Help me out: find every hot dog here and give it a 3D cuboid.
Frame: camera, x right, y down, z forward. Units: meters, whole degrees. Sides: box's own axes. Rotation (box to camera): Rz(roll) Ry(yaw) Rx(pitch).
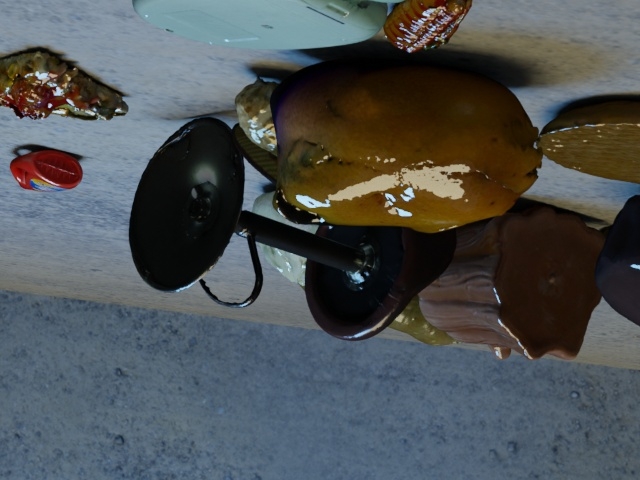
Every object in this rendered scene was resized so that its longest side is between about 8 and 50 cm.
[{"bbox_3d":[0.098,-0.200,1.436,0.062,0.038,0.144,11,169,-14],"label":"hot dog"}]

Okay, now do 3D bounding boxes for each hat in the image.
[{"bbox_3d":[-0.006,-0.111,1.908,0.193,0.082,0.193,30,-161,-11],"label":"hat"}]

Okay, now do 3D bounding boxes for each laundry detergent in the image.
[{"bbox_3d":[-0.414,-0.098,2.340,0.097,0.049,0.165,21,166,-26],"label":"laundry detergent"}]

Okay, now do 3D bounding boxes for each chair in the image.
[{"bbox_3d":[-0.024,0.001,2.076,0.401,0.226,0.226,17,166,-40],"label":"chair"}]

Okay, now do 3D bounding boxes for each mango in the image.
[{"bbox_3d":[0.085,-0.100,1.645,0.287,0.153,0.201,4,156,6],"label":"mango"}]

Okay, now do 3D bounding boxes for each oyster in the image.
[{"bbox_3d":[0.058,-0.121,1.779,0.294,0.094,0.166,0,160,7],"label":"oyster"}]

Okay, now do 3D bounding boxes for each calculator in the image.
[{"bbox_3d":[-0.048,-0.216,1.448,0.295,0.042,0.184,-1,166,44],"label":"calculator"}]

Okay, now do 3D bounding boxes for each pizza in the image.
[{"bbox_3d":[-0.334,-0.173,1.856,0.201,0.053,0.193,8,170,2],"label":"pizza"}]

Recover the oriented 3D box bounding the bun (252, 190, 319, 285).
[{"bbox_3d":[0.000,0.000,2.342,0.231,0.133,0.231,8,172,1],"label":"bun"}]

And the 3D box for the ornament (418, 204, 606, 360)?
[{"bbox_3d":[0.265,0.051,2.284,0.217,0.221,0.235,-1,126,58],"label":"ornament"}]

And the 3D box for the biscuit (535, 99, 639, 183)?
[{"bbox_3d":[0.368,-0.105,1.753,0.262,0.037,0.262,8,170,1],"label":"biscuit"}]

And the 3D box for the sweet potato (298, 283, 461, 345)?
[{"bbox_3d":[0.085,0.061,2.561,0.369,0.158,0.158,19,166,-27],"label":"sweet potato"}]

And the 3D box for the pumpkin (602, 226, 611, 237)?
[{"bbox_3d":[0.474,0.062,2.297,0.169,0.148,0.312,-1,163,22],"label":"pumpkin"}]

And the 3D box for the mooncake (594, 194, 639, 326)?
[{"bbox_3d":[0.494,0.041,2.018,0.283,0.141,0.283,24,161,9],"label":"mooncake"}]
